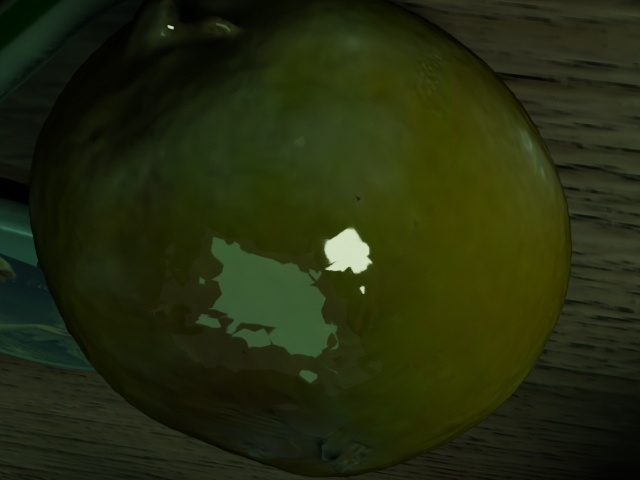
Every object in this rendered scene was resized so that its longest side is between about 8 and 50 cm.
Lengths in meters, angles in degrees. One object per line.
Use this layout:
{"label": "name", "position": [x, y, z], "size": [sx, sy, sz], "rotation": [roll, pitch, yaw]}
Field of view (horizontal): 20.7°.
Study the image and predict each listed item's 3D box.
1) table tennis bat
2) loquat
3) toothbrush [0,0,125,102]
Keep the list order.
{"label": "table tennis bat", "position": [-0.102, 0.010, 0.710], "size": [0.149, 0.038, 0.237], "rotation": [29, 152, -25]}
{"label": "loquat", "position": [0.000, 0.000, 0.529], "size": [0.152, 0.152, 0.195], "rotation": [-6, 140, 33]}
{"label": "toothbrush", "position": [-0.055, -0.090, 0.491], "size": [0.040, 0.042, 0.418], "rotation": [-5, 167, -39]}
